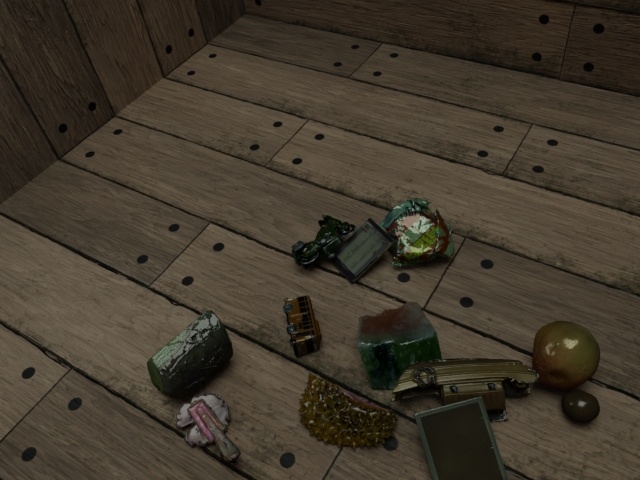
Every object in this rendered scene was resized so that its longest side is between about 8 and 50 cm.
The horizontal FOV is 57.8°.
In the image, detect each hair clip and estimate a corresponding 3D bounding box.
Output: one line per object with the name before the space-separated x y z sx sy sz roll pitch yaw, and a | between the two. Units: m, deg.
hair clip | -0.337 0.605 1.831 0.173 0.069 0.300 -32 42 -22

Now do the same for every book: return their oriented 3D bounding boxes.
book | 0.159 0.039 2.242 0.231 0.026 0.157 -45 52 3

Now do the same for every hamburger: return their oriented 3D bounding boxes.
hamburger | 0.375 -0.019 2.264 0.261 0.150 0.275 -26 62 9

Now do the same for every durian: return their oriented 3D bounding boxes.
durian | 0.066 0.540 1.806 0.342 0.112 0.191 21 52 22

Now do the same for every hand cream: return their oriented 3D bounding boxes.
hand cream | 0.495 0.536 1.805 0.163 0.039 0.062 -2 46 -2

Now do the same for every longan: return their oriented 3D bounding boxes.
longan | 0.788 0.498 1.757 0.114 0.092 0.113 -12 26 6

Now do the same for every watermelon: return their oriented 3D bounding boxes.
watermelon | 0.249 0.331 1.942 0.265 0.151 0.301 -12 48 -2

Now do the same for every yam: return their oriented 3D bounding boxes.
yam | -0.441 0.397 1.952 0.271 0.202 0.201 -33 88 -27

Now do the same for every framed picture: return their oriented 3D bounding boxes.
framed picture | 0.410 0.613 1.684 0.217 0.017 0.274 -12 74 -3

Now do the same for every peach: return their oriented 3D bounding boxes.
peach | 0.749 0.363 1.809 0.233 0.232 0.232 -4 48 4

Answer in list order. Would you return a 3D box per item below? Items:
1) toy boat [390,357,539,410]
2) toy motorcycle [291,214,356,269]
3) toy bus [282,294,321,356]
toy boat | 0.440 0.458 1.799 0.446 0.135 0.162 -2 53 2
toy motorcycle | 0.000 0.000 2.289 0.275 0.124 0.187 -36 31 -14
toy bus | -0.063 0.301 2.051 0.114 0.098 0.200 -12 46 -2
